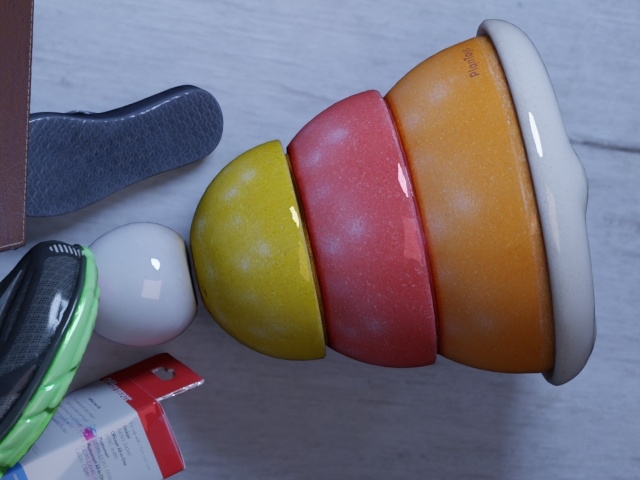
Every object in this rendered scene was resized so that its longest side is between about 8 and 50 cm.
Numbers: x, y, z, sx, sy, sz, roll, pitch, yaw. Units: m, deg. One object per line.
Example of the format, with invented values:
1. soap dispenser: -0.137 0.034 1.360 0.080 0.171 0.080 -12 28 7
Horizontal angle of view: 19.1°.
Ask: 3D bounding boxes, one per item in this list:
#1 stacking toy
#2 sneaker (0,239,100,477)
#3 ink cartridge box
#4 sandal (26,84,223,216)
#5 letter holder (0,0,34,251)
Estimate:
1. stacking toy: 0.000 0.000 1.791 0.479 0.350 0.351 -11 105 -1
2. sneaker: -0.393 0.155 1.656 0.483 0.185 0.202 -39 108 -4
3. ink cartridge box: -0.217 0.195 1.778 0.231 0.134 0.078 -24 107 -16
4. sandal: -0.212 -0.085 1.780 0.254 0.054 0.097 -13 112 -30
5. letter holder: -0.358 -0.136 1.593 0.152 0.214 0.302 7 100 20
